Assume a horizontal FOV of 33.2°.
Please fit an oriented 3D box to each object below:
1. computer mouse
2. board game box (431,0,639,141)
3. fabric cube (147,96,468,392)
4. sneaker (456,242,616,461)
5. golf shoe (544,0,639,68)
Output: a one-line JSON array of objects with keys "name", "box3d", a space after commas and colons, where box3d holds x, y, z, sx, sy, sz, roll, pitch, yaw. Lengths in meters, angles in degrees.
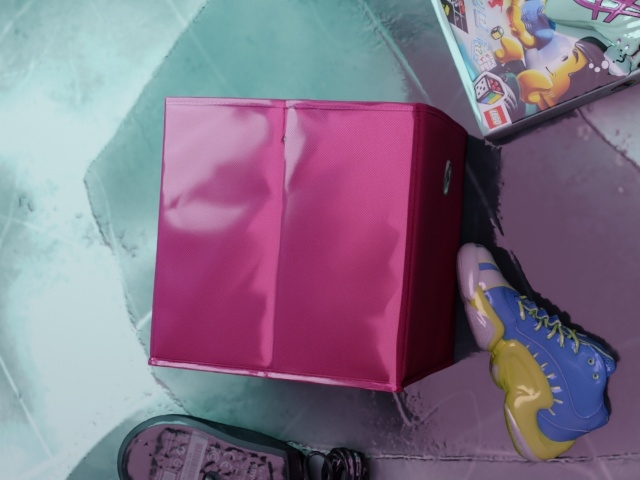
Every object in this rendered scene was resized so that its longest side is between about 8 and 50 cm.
[{"name": "computer mouse", "box3d": [-0.095, 0.279, 1.208, 0.272, 0.072, 0.188, 20, 93, 5]}, {"name": "board game box", "box3d": [0.210, -0.280, 1.125, 0.193, 0.053, 0.305, -22, 82, 15]}, {"name": "fabric cube", "box3d": [0.000, 0.000, 1.082, 0.259, 0.254, 0.258, 3, 90, 17]}, {"name": "sneaker", "box3d": [0.225, 0.101, 1.095, 0.126, 0.091, 0.240, -20, 100, 6]}, {"name": "golf shoe", "box3d": [0.289, -0.207, 1.010, 0.186, 0.067, 0.086, 12, 87, 42]}]
